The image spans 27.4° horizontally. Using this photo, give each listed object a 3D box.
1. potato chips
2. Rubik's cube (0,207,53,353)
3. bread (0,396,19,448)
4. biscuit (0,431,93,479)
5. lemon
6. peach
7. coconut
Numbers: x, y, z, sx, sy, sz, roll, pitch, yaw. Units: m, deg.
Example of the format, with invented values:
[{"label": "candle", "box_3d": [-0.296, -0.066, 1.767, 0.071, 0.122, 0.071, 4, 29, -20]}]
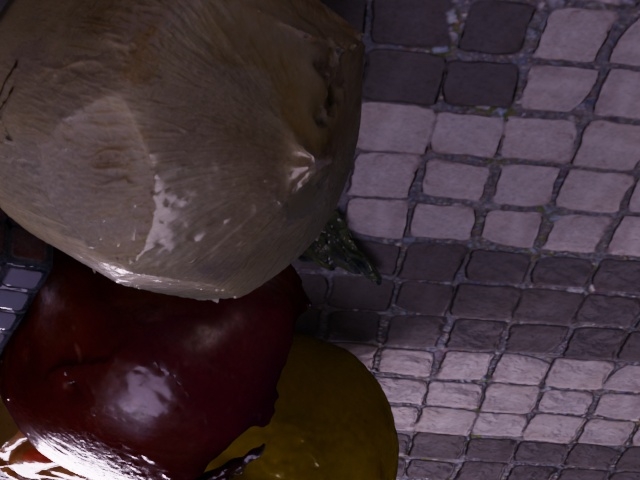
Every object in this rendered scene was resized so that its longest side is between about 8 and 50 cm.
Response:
[{"label": "potato chips", "box_3d": [0.000, -0.001, 1.621, 0.092, 0.028, 0.207, -15, 139, 24]}, {"label": "Rubik's cube", "box_3d": [-0.429, -0.027, 1.417, 0.238, 0.237, 0.237, 11, 146, -23]}, {"label": "bread", "box_3d": [-0.528, 0.178, 1.695, 0.300, 0.210, 0.341, 10, 129, 0]}, {"label": "biscuit", "box_3d": [-0.347, 0.276, 1.947, 0.350, 0.078, 0.455, -34, 126, 25]}, {"label": "lemon", "box_3d": [-0.048, 0.283, 1.751, 0.336, 0.336, 0.336, 1, 144, 1]}, {"label": "peach", "box_3d": [-0.203, 0.125, 1.558, 0.353, 0.339, 0.416, 18, 146, 7]}, {"label": "coconut", "box_3d": [-0.123, -0.110, 1.217, 0.360, 0.346, 0.346, 23, 157, 34]}]
